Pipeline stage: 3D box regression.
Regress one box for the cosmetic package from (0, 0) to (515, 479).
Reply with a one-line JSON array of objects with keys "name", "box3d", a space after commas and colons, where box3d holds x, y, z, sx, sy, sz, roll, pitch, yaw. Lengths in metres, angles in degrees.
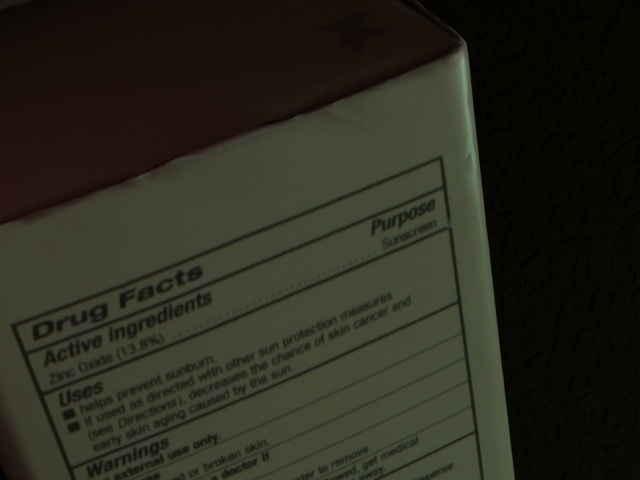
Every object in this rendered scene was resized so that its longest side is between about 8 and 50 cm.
[{"name": "cosmetic package", "box3d": [-0.027, 0.063, 0.447, 0.129, 0.153, 0.296, -129, -157, -51]}]
